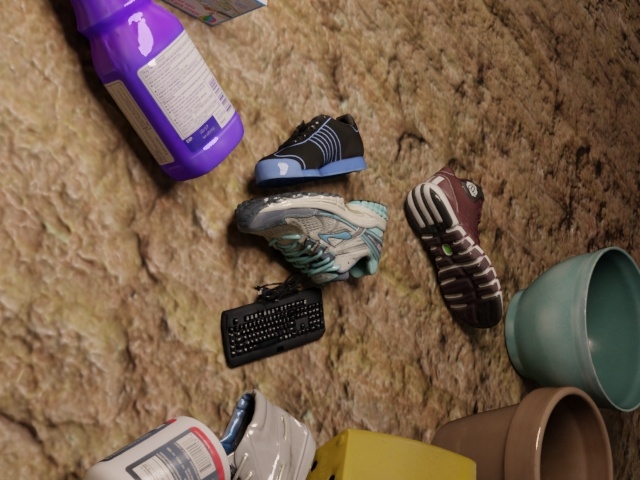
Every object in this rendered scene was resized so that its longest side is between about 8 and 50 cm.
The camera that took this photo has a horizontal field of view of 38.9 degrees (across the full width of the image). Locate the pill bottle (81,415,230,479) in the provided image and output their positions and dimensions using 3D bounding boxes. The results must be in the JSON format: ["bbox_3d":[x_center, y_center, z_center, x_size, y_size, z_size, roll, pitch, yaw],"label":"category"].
[{"bbox_3d":[-0.194,0.273,0.972,0.180,0.108,0.108,-25,102,-47],"label":"pill bottle"}]

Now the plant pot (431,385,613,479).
[{"bbox_3d":[0.303,0.363,1.428,0.263,0.229,0.263,11,75,-47],"label":"plant pot"}]

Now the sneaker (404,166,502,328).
[{"bbox_3d":[0.257,-0.001,1.536,0.162,0.106,0.281,-46,117,-46],"label":"sneaker"}]

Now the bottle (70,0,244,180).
[{"bbox_3d":[-0.202,-0.208,1.055,0.283,0.092,0.118,57,46,-25],"label":"bottle"}]

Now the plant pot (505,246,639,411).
[{"bbox_3d":[0.465,0.168,1.671,0.293,0.196,0.293,12,74,-47],"label":"plant pot"}]

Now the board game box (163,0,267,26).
[{"bbox_3d":[-0.155,-0.318,1.119,0.154,0.103,0.026,18,70,-46],"label":"board game box"}]

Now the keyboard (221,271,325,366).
[{"bbox_3d":[-0.054,0.101,1.214,0.192,0.038,0.100,-13,93,-50],"label":"keyboard"}]

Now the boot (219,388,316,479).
[{"bbox_3d":[-0.090,0.308,1.095,0.123,0.095,0.258,45,37,-26],"label":"boot"}]

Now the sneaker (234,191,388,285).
[{"bbox_3d":[0.000,0.000,1.240,0.283,0.110,0.122,4,84,-48],"label":"sneaker"}]

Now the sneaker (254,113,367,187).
[{"bbox_3d":[-0.018,-0.128,1.267,0.232,0.081,0.090,-15,92,-56],"label":"sneaker"}]

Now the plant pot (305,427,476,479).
[{"bbox_3d":[0.056,0.364,1.150,0.187,0.212,0.212,34,36,-17],"label":"plant pot"}]
